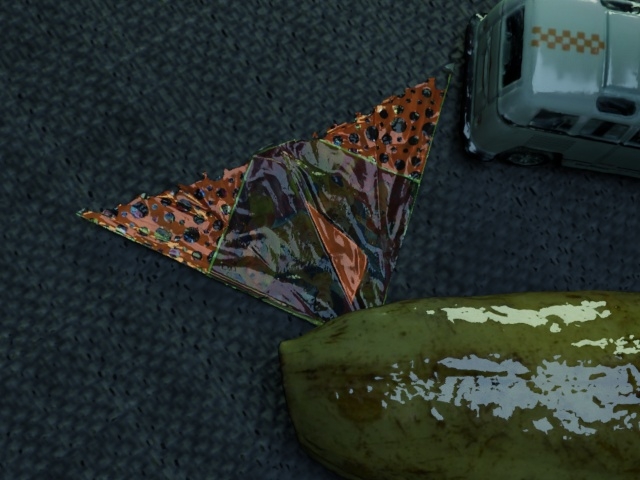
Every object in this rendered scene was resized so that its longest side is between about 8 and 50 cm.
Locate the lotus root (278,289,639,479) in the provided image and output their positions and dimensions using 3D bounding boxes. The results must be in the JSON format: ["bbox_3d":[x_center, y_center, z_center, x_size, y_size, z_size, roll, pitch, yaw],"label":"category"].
[{"bbox_3d":[0.108,0.080,0.619,0.259,0.097,0.110,1,79,-8],"label":"lotus root"}]

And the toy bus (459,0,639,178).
[{"bbox_3d":[0.176,-0.079,0.675,0.194,0.089,0.087,9,75,-11],"label":"toy bus"}]

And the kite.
[{"bbox_3d":[0.000,0.000,0.659,0.222,0.008,0.125,-23,82,-17],"label":"kite"}]
